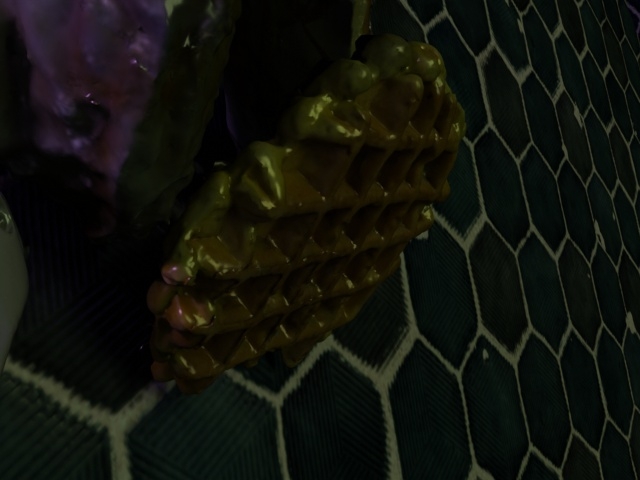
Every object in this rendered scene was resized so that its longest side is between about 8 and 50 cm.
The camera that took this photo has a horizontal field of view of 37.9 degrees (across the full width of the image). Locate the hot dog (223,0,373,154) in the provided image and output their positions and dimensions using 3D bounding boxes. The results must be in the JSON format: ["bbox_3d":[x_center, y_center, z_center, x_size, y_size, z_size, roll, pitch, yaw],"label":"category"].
[{"bbox_3d":[-0.017,-0.140,0.674,0.162,0.082,0.270,51,-27,32],"label":"hot dog"}]

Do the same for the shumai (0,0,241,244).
[{"bbox_3d":[-0.179,-0.166,0.499,0.263,0.304,0.309,12,55,-19],"label":"shumai"}]

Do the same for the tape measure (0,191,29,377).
[{"bbox_3d":[-0.215,0.025,0.369,0.197,0.120,0.236,45,36,-37],"label":"tape measure"}]

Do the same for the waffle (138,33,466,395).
[{"bbox_3d":[-0.003,-0.002,0.636,0.058,0.281,0.301,42,1,21],"label":"waffle"}]

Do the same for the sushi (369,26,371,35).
[{"bbox_3d":[-0.034,-0.261,0.804,0.147,0.115,0.212,32,50,-49],"label":"sushi"}]
